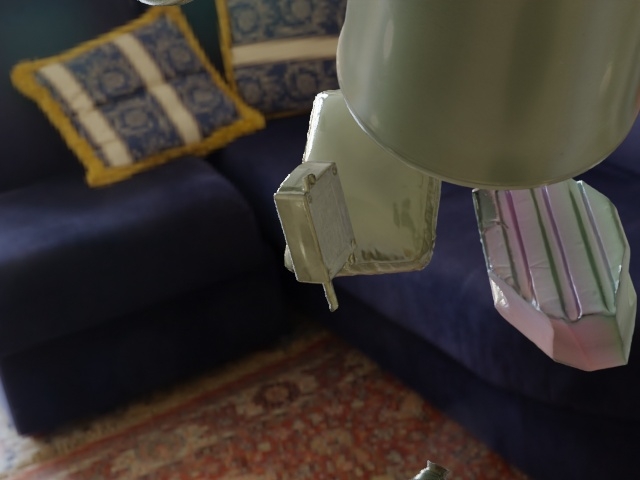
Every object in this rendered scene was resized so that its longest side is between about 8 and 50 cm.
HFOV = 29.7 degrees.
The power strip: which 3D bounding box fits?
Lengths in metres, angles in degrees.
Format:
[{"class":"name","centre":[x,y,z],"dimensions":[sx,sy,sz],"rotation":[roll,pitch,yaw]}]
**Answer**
[{"class":"power strip","centre":[0.000,0.000,1.249],"dimensions":[0.042,0.175,0.075],"rotation":[3,33,29]}]

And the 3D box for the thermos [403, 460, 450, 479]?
[{"class":"thermos","centre":[0.112,0.375,1.561],"dimensions":[0.083,0.073,0.188],"rotation":[18,80,43]}]

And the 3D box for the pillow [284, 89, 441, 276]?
[{"class":"pillow","centre":[0.078,-0.099,1.855],"dimensions":[0.255,0.120,0.322],"rotation":[-5,65,31]}]

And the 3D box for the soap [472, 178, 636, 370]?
[{"class":"soap","centre":[0.328,0.037,1.666],"dimensions":[0.192,0.109,0.324],"rotation":[-13,36,8]}]

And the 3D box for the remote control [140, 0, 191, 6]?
[{"class":"remote control","centre":[-0.169,-0.400,1.281],"dimensions":[0.056,0.297,0.140],"rotation":[-9,12,-31]}]

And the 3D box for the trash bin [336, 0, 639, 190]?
[{"class":"trash bin","centre":[0.159,-0.243,0.980],"dimensions":[0.280,0.432,0.280],"rotation":[1,56,-1]}]
